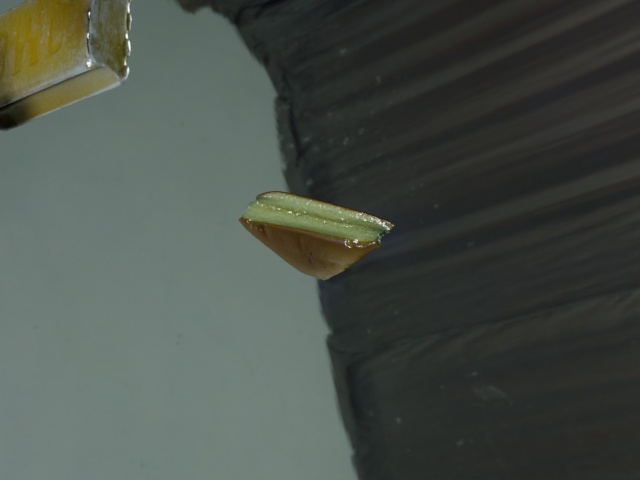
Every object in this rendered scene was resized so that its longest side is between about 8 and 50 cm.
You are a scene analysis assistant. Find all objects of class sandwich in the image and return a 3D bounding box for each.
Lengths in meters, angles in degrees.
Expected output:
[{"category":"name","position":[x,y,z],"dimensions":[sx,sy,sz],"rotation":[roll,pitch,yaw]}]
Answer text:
[{"category":"sandwich","position":[0.000,0.000,0.549],"dimensions":[0.031,0.083,0.044],"rotation":[-59,153,-33]}]

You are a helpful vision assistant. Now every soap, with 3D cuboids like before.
[{"category":"soap","position":[-0.409,-0.284,1.508],"dimensions":[0.089,0.274,0.173],"rotation":[23,59,-51]}]
